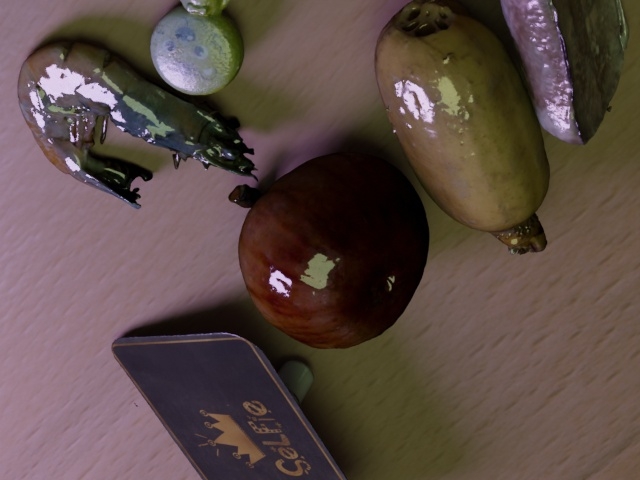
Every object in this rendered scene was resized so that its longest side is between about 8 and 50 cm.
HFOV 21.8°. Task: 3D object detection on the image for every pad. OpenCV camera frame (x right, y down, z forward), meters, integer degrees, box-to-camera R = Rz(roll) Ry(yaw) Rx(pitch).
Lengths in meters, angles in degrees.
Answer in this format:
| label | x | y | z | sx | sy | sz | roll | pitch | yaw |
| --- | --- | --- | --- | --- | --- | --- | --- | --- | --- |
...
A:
| label | x | y | z | sx | sy | sz | roll | pitch | yaw |
| --- | --- | --- | --- | --- | --- | --- | --- | --- | --- |
| pad | -0.083 | 0.268 | 2.089 | 0.315 | 0.063 | 0.375 | -7 | 129 | 36 |

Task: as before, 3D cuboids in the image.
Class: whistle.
| label | x | y | z | sx | sy | sz | roll | pitch | yaw |
| --- | --- | --- | --- | --- | --- | --- | --- | --- | --- |
| whistle | -0.130 | -0.254 | 1.818 | 0.104 | 0.057 | 0.198 | 12 | 117 | 8 |

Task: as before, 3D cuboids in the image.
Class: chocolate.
| label | x | y | z | sx | sy | sz | roll | pitch | yaw |
| --- | --- | --- | --- | --- | --- | --- | --- | --- | --- |
| chocolate | 0.246 | -0.260 | 1.762 | 0.100 | 0.185 | 0.303 | -2 | 125 | 29 |

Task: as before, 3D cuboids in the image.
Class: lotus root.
| label | x | y | z | sx | sy | sz | roll | pitch | yaw |
| --- | --- | --- | --- | --- | --- | --- | --- | --- | --- |
| lotus root | 0.165 | -0.114 | 1.846 | 0.151 | 0.169 | 0.342 | -28 | 121 | -4 |

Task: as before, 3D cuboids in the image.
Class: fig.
| label | x | y | z | sx | sy | sz | roll | pitch | yaw |
| --- | --- | --- | --- | --- | --- | --- | --- | --- | --- |
| fig | 0.014 | 0.008 | 1.920 | 0.235 | 0.214 | 0.235 | -7 | 109 | -21 |

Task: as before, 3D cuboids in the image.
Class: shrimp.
| label | x | y | z | sx | sy | sz | roll | pitch | yaw |
| --- | --- | --- | --- | --- | --- | --- | --- | --- | --- |
| shrimp | -0.220 | -0.113 | 1.900 | 0.289 | 0.075 | 0.178 | 25 | 128 | -19 |

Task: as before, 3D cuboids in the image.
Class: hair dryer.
| label | x | y | z | sx | sy | sz | roll | pitch | yaw |
| --- | --- | --- | --- | --- | --- | --- | --- | --- | --- |
| hair dryer | -0.084 | 0.175 | 2.110 | 0.137 | 0.082 | 0.047 | 25 | 142 | 9 |
